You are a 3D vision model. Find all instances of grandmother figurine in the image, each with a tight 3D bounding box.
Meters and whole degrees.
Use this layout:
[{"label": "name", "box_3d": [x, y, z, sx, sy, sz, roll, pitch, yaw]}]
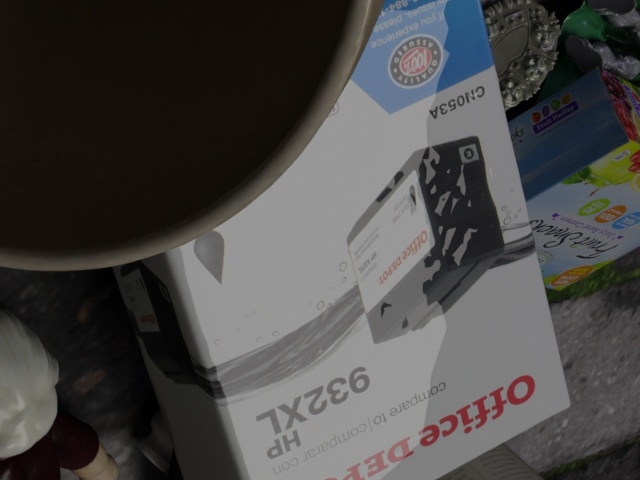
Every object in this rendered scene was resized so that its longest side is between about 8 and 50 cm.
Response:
[{"label": "grandmother figurine", "box_3d": [-0.212, 0.185, 1.201, 0.208, 0.104, 0.342, -55, 157, -46]}]

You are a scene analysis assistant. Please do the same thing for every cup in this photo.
[{"label": "cup", "box_3d": [-0.096, -0.185, 0.797, 0.237, 0.331, 0.331, -50, 163, -59]}]

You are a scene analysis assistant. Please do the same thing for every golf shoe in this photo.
[{"label": "golf shoe", "box_3d": [0.100, -0.099, 1.312, 0.176, 0.069, 0.086, -52, -171, -17]}]

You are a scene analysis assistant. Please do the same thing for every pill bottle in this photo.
[{"label": "pill bottle", "box_3d": [-0.091, 0.125, 1.319, 0.083, 0.043, 0.043, -46, 147, -3]}]

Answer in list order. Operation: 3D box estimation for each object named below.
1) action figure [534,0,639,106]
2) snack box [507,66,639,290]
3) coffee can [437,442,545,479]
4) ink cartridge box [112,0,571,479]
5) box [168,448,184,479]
[{"label": "action figure", "box_3d": [0.245, -0.145, 1.412, 0.232, 0.063, 0.137, 5, 115, -62]}, {"label": "snack box", "box_3d": [0.192, -0.040, 1.394, 0.174, 0.070, 0.207, -31, 155, 25]}, {"label": "coffee can", "box_3d": [0.162, 0.308, 1.587, 0.201, 0.275, 0.201, -30, 143, -26]}, {"label": "ink cartridge box", "box_3d": [0.000, 0.000, 1.095, 0.223, 0.129, 0.307, -26, 117, -20]}, {"label": "box", "box_3d": [-0.015, 0.214, 1.308, 0.103, 0.184, 0.261, -42, 164, -27]}]
